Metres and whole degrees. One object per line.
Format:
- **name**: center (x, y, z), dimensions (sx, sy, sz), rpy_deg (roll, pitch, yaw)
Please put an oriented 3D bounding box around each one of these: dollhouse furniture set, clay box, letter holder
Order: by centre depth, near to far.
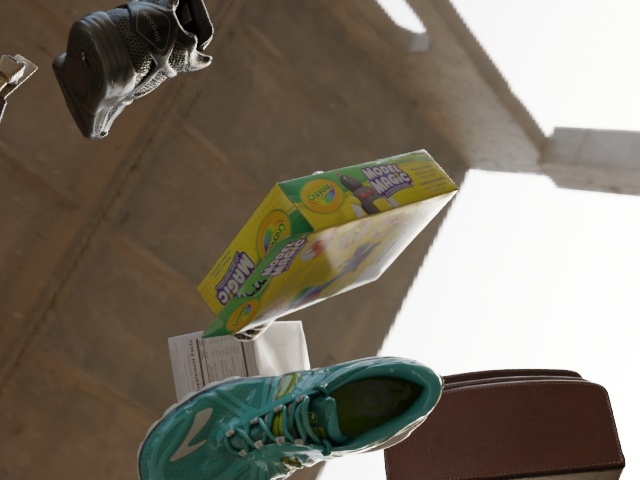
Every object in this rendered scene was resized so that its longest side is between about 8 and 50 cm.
- **clay box**: center (0.000, 0.000, 0.803), dimensions (0.222, 0.053, 0.127), rpy_deg (-15, -28, -50)
- **dollhouse furniture set**: center (-0.361, -0.203, 1.099), dimensions (0.114, 0.091, 0.081), rpy_deg (34, -130, -5)
- **letter holder**: center (0.233, 0.249, 1.405), dimensions (0.152, 0.302, 0.214), rpy_deg (79, -175, -57)

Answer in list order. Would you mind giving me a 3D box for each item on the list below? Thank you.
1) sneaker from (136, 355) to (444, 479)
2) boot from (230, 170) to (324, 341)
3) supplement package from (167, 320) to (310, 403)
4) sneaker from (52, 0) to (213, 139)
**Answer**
- **sneaker**: center (-0.025, 0.153, 0.881), dimensions (0.275, 0.110, 0.107), rpy_deg (-17, -98, -12)
- **boot**: center (-0.045, 0.018, 1.365), dimensions (0.085, 0.178, 0.236), rpy_deg (39, -151, -14)
- **supplement package**: center (-0.119, 0.246, 1.704), dimensions (0.262, 0.145, 0.204), rpy_deg (12, -113, -72)
- **sneaker**: center (-0.169, -0.160, 0.932), dimensions (0.130, 0.227, 0.087), rpy_deg (-26, -90, -24)
